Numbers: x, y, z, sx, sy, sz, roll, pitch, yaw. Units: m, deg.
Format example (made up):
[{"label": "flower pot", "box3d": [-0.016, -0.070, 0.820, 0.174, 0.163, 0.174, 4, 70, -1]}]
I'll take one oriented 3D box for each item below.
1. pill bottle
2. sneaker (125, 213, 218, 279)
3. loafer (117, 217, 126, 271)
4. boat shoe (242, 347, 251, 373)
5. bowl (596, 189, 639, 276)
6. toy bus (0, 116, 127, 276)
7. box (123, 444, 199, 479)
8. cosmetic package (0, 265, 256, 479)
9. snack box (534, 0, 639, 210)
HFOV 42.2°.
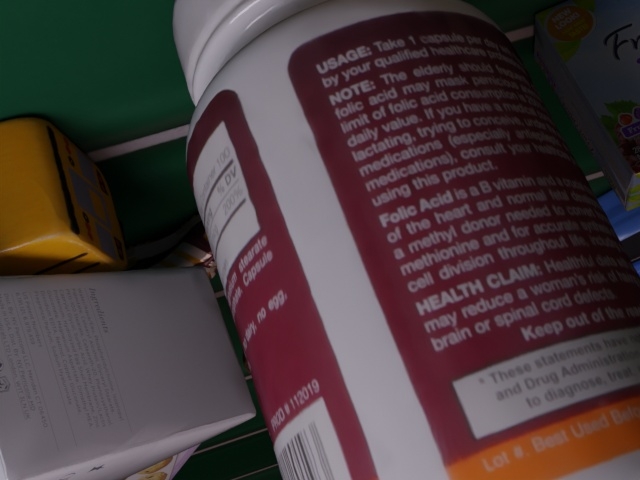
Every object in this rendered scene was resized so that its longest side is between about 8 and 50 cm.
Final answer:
[{"label": "pill bottle", "box3d": [0.048, -0.003, 0.502, 0.224, 0.392, 0.224, -16, 155, -8]}, {"label": "sneaker", "box3d": [-0.125, 0.031, 0.801, 0.185, 0.084, 0.069, -25, 155, 9]}, {"label": "loafer", "box3d": [-0.246, 0.047, 0.766, 0.078, 0.080, 0.220, 7, 139, -29]}, {"label": "boat shoe", "box3d": [0.041, 0.066, 0.988, 0.302, 0.098, 0.109, -23, 142, 10]}, {"label": "bowl", "box3d": [0.476, 0.006, 1.215, 0.391, 0.077, 0.391, -16, 154, -8]}, {"label": "toy bus", "box3d": [-0.326, 0.027, 0.614, 0.333, 0.108, 0.130, -23, 157, 4]}, {"label": "box", "box3d": [-0.203, 0.244, 0.873, 0.067, 0.063, 0.324, -1, 148, -29]}, {"label": "cosmetic package", "box3d": [-0.214, 0.128, 0.627, 0.224, 0.138, 0.225, -31, 164, 32]}, {"label": "snack box", "box3d": [0.304, -0.144, 0.670, 0.207, 0.174, 0.070, -21, 152, 3]}]
